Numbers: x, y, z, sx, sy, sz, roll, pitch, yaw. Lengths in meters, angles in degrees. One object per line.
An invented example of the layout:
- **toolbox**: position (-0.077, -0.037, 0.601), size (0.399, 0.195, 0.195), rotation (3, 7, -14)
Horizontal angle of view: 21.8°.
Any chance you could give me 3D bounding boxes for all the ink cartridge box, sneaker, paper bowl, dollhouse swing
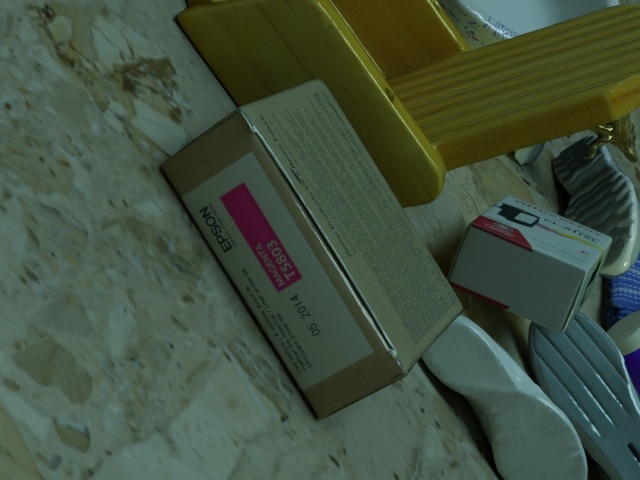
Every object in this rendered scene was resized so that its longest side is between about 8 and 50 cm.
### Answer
- **ink cartridge box**: position (0.000, 0.000, 1.314), size (0.234, 0.088, 0.193), rotation (59, 23, 0)
- **sneaker**: position (0.381, -0.032, 2.156), size (0.115, 0.105, 0.281), rotation (48, 23, -24)
- **sneaker**: position (0.292, 0.187, 1.725), size (0.258, 0.094, 0.091), rotation (62, -7, 16)
- **paper bowl**: position (0.197, -0.283, 1.960), size (0.284, 0.148, 0.284), rotation (17, 50, -22)
- **ink cartridge box**: position (0.216, 0.020, 1.701), size (0.127, 0.072, 0.175), rotation (23, 17, 12)
- **sneaker**: position (0.171, 0.146, 1.519), size (0.212, 0.080, 0.094), rotation (54, 10, -6)
- **dollhouse swing**: position (0.104, -0.218, 1.541), size (0.315, 0.305, 0.347), rotation (54, 23, -12)

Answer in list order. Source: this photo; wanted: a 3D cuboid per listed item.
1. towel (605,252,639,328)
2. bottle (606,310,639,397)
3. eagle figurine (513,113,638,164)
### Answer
- **towel**: position (0.490, 0.034, 2.151), size (0.336, 0.243, 0.040), rotation (-70, 157, -65)
- **bottle**: position (0.438, 0.212, 1.970), size (0.283, 0.092, 0.118), rotation (53, 17, -12)
- **eagle figurine**: position (0.327, -0.233, 2.170), size (0.225, 0.226, 0.298), rotation (14, 34, -39)
